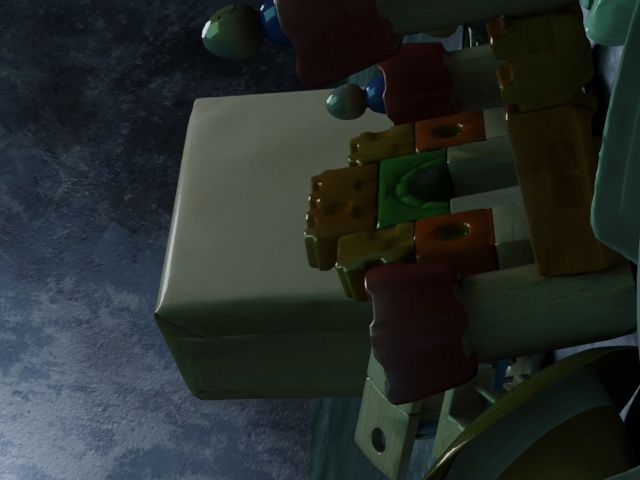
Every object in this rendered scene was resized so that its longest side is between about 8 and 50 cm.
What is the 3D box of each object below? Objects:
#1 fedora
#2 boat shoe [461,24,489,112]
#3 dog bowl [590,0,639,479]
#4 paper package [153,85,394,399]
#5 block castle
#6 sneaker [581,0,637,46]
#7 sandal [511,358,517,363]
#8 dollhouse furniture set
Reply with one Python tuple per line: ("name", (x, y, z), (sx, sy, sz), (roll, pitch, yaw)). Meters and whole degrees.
("fedora", (0.141, 0.146, 0.867), (0.079, 0.194, 0.194), (52, 150, 27))
("boat shoe", (0.154, -0.113, 1.426), (0.080, 0.073, 0.224), (-109, 28, -79))
("dog bowl", (0.198, -0.018, 0.548), (0.349, 0.102, 0.349), (-171, 90, -85))
("paper package", (0.000, 0.000, 1.550), (0.168, 0.309, 0.325), (79, -168, -47))
("block castle", (0.067, -0.125, 0.972), (0.453, 0.212, 0.303), (-84, -20, -61))
("sneaker", (0.201, -0.163, 0.805), (0.256, 0.094, 0.151), (-72, -2, -64))
("sandal", (0.144, 0.143, 1.281), (0.067, 0.040, 0.179), (-103, 22, -78))
("dollhouse furniture set", (0.135, 0.144, 1.123), (0.183, 0.129, 0.129), (40, 127, 49))
